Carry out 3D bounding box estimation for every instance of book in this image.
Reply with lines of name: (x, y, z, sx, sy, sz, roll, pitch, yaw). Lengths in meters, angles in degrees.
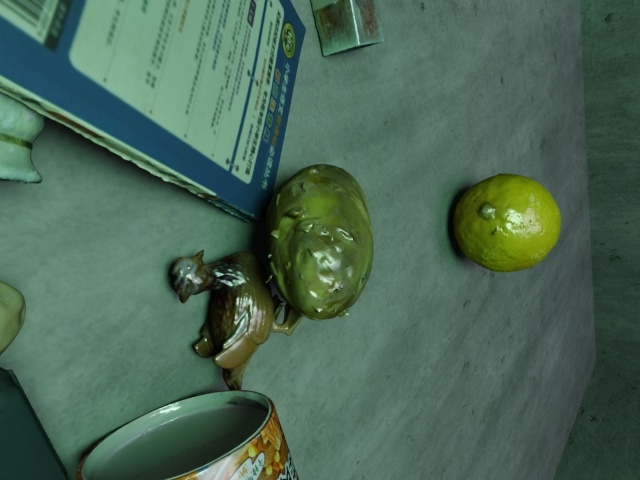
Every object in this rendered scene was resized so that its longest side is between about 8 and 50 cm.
book: (-0.123, -0.208, 0.420, 0.428, 0.039, 0.300, 35, 65, -69)

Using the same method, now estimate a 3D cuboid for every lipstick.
lipstick: (0.012, -0.474, 0.631, 0.076, 0.080, 0.371, -31, 116, -40)

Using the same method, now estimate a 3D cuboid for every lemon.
lemon: (0.430, -0.039, 1.010, 0.263, 0.236, 0.236, 6, 89, -26)

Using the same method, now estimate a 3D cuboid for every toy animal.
toy animal: (-0.117, 0.104, 0.547, 0.179, 0.089, 0.188, 19, 80, -42)

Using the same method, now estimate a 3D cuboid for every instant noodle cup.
instant noodle cup: (-0.123, 0.287, 0.453, 0.250, 0.250, 0.192, -14, 93, -45)

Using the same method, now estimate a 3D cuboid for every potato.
potato: (0.000, 0.000, 0.560, 0.296, 0.141, 0.191, -82, 164, -76)

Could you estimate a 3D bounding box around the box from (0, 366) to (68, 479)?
box: (-0.277, 0.203, 0.318, 0.160, 0.050, 0.230, -42, 156, -44)

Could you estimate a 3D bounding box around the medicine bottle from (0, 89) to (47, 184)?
medicine bottle: (-0.275, -0.112, 0.308, 0.147, 0.147, 0.143, 3, 95, -47)

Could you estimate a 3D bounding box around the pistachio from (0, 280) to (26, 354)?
pistachio: (-0.311, 0.086, 0.305, 0.185, 0.124, 0.124, -29, 114, -42)
